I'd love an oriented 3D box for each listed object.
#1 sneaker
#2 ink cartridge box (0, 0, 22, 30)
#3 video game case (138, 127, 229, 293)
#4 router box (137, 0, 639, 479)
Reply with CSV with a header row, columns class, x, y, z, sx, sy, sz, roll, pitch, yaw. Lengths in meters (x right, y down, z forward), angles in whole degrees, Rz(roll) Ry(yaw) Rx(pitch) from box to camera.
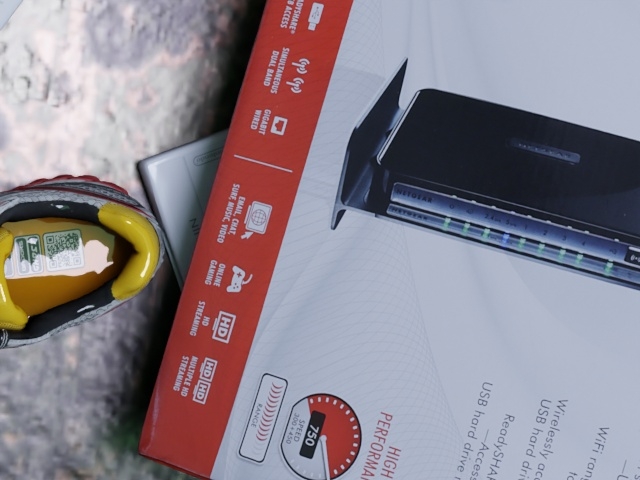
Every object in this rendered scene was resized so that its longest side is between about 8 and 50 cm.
class,x,y,z,sx,sy,sz,roll,pitch,yaw
sneaker,-0.179,0.015,0.802,0.225,0.092,0.088,-17,99,-18
ink cartridge box,-0.227,-0.100,0.763,0.145,0.045,0.179,42,80,-31
video game case,0.000,0.000,0.908,0.157,0.019,0.143,-22,100,-19
router box,0.104,-0.018,0.788,0.082,0.301,0.335,17,89,-65
